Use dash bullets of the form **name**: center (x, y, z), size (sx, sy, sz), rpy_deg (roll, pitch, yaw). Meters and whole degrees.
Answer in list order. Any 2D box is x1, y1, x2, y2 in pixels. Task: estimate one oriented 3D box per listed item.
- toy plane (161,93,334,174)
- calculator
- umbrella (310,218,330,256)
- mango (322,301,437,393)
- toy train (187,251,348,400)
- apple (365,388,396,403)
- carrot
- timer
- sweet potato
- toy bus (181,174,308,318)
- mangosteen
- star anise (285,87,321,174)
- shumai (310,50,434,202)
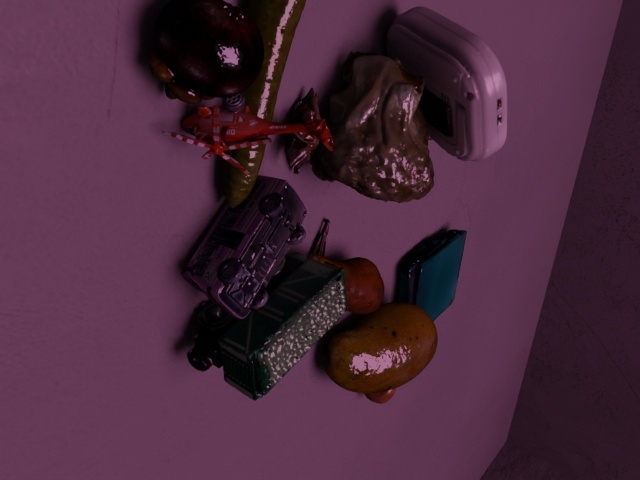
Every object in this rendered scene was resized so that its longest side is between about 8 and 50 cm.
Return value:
- **toy plane**: center (-0.084, -0.144, 0.851), size (0.126, 0.194, 0.077), rpy_deg (44, 45, -44)
- **calculator**: center (0.272, 0.108, 1.731), size (0.274, 0.058, 0.248), rpy_deg (-34, 138, -44)
- **umbrella**: center (0.002, 0.001, 1.254), size (0.020, 0.031, 0.083), rpy_deg (22, 88, -29)
- **mango**: center (0.136, 0.240, 1.501), size (0.329, 0.176, 0.176), rpy_deg (-23, 84, -51)
- **toy train**: center (-0.082, 0.113, 1.062), size (0.269, 0.154, 0.115), rpy_deg (-41, 139, -38)
- **apple**: center (0.142, 0.351, 1.666), size (0.071, 0.084, 0.084), rpy_deg (55, 59, -87)
- **carrot**: center (-0.083, -0.213, 0.926), size (0.074, 0.074, 0.358), rpy_deg (-12, 123, -55)
- **timer**: center (0.211, -0.263, 1.189), size (0.087, 0.262, 0.237), rpy_deg (-31, 139, -14)
- **sweet potato**: center (0.067, 0.085, 1.318), size (0.112, 0.112, 0.359), rpy_deg (-67, 162, -2)
- **toy bus**: center (-0.108, 0.004, 0.995), size (0.199, 0.108, 0.096), rpy_deg (-60, 145, -18)
- **mangosteen**: center (-0.137, -0.214, 0.800), size (0.140, 0.140, 0.140), rpy_deg (-37, 138, -42)
- **star anise**: center (-0.031, -0.152, 1.068), size (0.129, 0.056, 0.124), rpy_deg (97, 12, -46)
- **shumai**: center (0.112, -0.193, 1.139), size (0.256, 0.189, 0.218), rpy_deg (-30, 135, -56)
